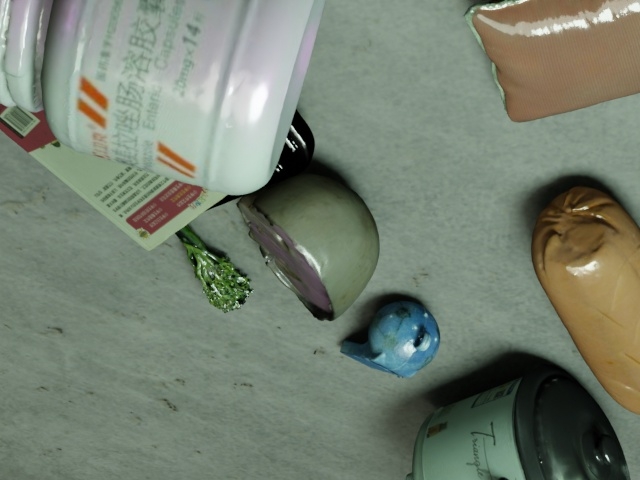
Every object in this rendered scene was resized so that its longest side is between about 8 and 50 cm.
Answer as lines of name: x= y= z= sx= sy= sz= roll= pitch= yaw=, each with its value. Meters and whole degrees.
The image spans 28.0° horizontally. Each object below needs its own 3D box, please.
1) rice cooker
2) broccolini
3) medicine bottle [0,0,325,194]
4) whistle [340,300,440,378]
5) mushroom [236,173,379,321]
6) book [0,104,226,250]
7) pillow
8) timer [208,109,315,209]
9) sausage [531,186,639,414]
rice cooker: x=0.250 y=0.282 z=1.524 sx=0.227 sy=0.241 sz=0.280 roll=-27 pitch=174 yaw=32
broccolini: x=-0.148 y=-0.006 z=1.387 sx=0.054 sy=0.051 sz=0.239 roll=27 pitch=159 yaw=49
medicine bottle: x=-0.159 y=-0.185 z=1.045 sx=0.301 sy=0.241 sz=0.241 roll=16 pitch=137 yaw=1
whistle: x=0.088 y=0.110 z=1.479 sx=0.090 sy=0.090 sz=0.158 roll=25 pitch=173 yaw=-21
mushroom: x=0.000 y=0.000 z=1.330 sx=0.117 sy=0.141 sz=0.188 roll=-29 pitch=152 yaw=-12
book: x=-0.212 y=-0.093 z=1.259 sx=0.232 sy=0.022 sz=0.162 roll=40 pitch=138 yaw=-17
pillow: x=0.232 y=-0.181 z=1.136 sx=0.179 sy=0.075 sz=0.171 roll=-14 pitch=146 yaw=16
timer: x=-0.109 y=-0.106 z=1.265 sx=0.187 sy=0.055 sz=0.144 roll=-20 pitch=123 yaw=29
sausage: x=0.316 y=0.068 z=1.372 sx=0.121 sy=0.121 sz=0.304 roll=-18 pitch=133 yaw=22
